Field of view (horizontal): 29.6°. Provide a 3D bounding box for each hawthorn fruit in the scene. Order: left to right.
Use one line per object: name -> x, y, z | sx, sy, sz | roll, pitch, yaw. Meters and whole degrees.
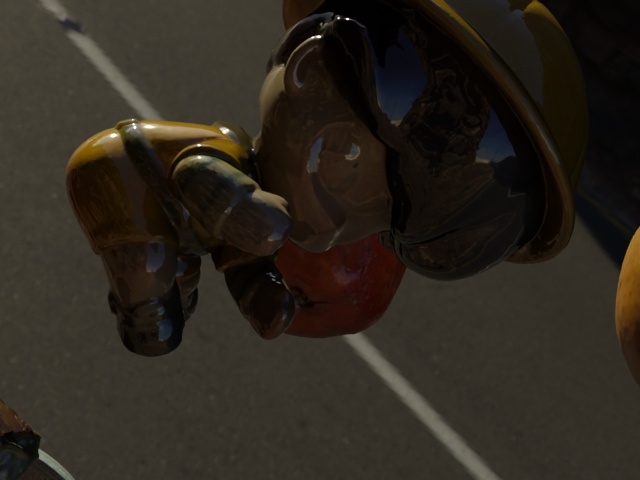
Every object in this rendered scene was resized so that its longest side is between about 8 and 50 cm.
hawthorn fruit -> 0.000, 0.000, 1.073 | 0.189, 0.189, 0.189 | 28, 23, -13

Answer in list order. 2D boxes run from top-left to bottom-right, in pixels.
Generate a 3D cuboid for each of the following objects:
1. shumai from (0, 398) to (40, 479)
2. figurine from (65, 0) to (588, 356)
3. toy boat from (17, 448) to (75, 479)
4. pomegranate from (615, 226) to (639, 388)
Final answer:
shumai -> -0.189, 0.122, 0.607 | 0.099, 0.087, 0.124 | 27, 24, -29
figurine -> 0.004, -0.048, 0.599 | 0.192, 0.257, 0.167 | 86, -12, -74
toy boat -> -0.412, 0.267, 1.335 | 0.320, 0.141, 0.092 | 6, 15, 7
pomegranate -> 0.337, 0.043, 0.779 | 0.307, 0.307, 0.307 | 28, 23, -13
